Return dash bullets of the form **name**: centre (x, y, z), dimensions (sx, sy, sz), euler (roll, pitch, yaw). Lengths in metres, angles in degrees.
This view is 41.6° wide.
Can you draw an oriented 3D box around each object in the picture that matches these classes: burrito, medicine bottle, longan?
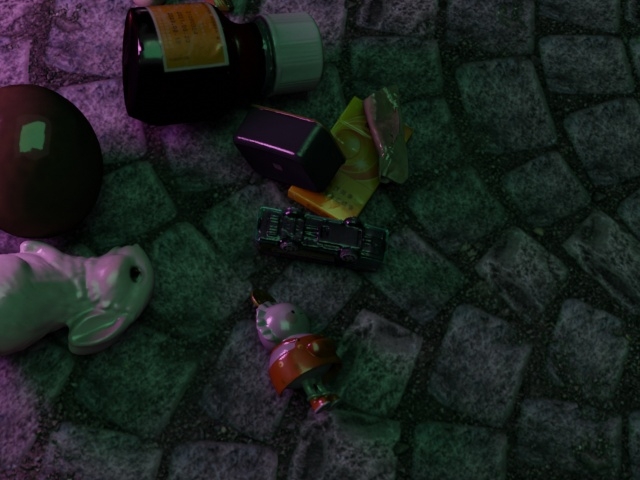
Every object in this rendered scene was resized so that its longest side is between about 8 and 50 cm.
- **burrito**: centre (0.137, -0.222, 1.736), dimensions (0.087, 0.060, 0.225), euler (-3, 69, -13)
- **medicine bottle**: centre (-0.198, -0.361, 1.718), dimensions (0.395, 0.242, 0.242), euler (-6, 70, -24)
- **longan**: centre (-0.546, -0.143, 1.586), dimensions (0.243, 0.300, 0.300), euler (6, 61, -49)

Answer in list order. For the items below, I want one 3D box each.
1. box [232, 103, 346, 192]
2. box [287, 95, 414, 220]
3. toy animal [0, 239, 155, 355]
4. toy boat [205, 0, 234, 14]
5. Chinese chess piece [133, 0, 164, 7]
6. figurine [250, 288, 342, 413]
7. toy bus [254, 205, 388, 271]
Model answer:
- **box**: centre (-0.066, -0.180, 1.672), dimensions (0.201, 0.144, 0.090), euler (20, 69, 32)
- **box**: centre (0.065, -0.163, 1.762), dimensions (0.152, 0.043, 0.269), euler (32, 69, 6)
- **toy animal**: centre (-0.481, 0.111, 1.529), dimensions (0.358, 0.194, 0.257), euler (0, 59, -15)
- **toy boat**: centre (-0.241, -0.567, 1.879), dimensions (0.049, 0.047, 0.149), euler (-20, 75, -28)
- **Chinese chess piece**: centre (-0.381, -0.555, 1.863), dimensions (0.084, 0.034, 0.084), euler (2, 68, -5)
- **figurine**: centre (-0.054, 0.203, 1.574), dimensions (0.143, 0.143, 0.271), euler (-37, 58, -18)
- **toy bus**: centre (0.000, 0.000, 1.659), dimensions (0.262, 0.109, 0.091), euler (11, 67, -5)
